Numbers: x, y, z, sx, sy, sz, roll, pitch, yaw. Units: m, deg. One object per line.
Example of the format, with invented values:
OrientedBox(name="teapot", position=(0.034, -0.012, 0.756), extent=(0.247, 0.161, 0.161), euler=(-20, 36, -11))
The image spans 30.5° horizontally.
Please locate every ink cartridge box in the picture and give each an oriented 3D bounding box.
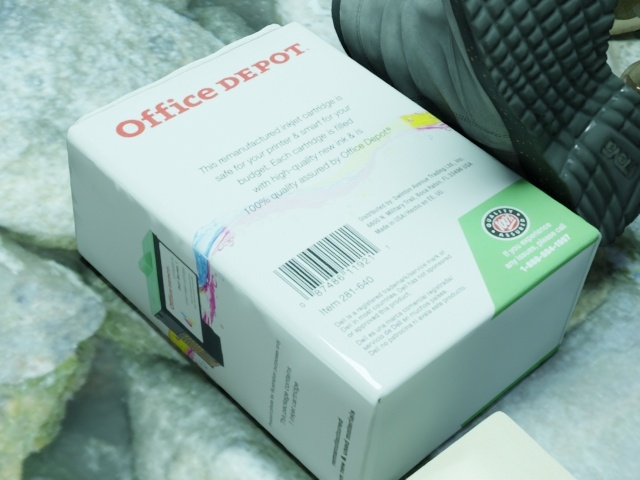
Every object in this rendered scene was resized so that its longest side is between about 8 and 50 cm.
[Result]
OrientedBox(name="ink cartridge box", position=(0.000, 0.000, 0.753), extent=(0.201, 0.117, 0.278), euler=(-32, 57, -33))

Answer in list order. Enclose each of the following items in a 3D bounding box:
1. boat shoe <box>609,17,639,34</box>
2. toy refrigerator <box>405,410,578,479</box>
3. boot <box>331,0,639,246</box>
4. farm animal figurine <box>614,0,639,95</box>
OrientedBox(name="boat shoe", position=(0.270, -0.243, 1.051), extent=(0.285, 0.103, 0.092), euler=(4, 28, 6))
OrientedBox(name="toy refrigerator", position=(0.142, 0.221, 0.570), extent=(0.102, 0.094, 0.269), euler=(-32, 56, -25))
OrientedBox(name="boot", position=(0.080, -0.141, 0.750), extent=(0.118, 0.338, 0.222), euler=(-43, 47, -15))
OrientedBox(name="farm animal figurine", position=(0.296, -0.115, 0.803), extent=(0.330, 0.327, 0.172), euler=(26, 91, -1))
